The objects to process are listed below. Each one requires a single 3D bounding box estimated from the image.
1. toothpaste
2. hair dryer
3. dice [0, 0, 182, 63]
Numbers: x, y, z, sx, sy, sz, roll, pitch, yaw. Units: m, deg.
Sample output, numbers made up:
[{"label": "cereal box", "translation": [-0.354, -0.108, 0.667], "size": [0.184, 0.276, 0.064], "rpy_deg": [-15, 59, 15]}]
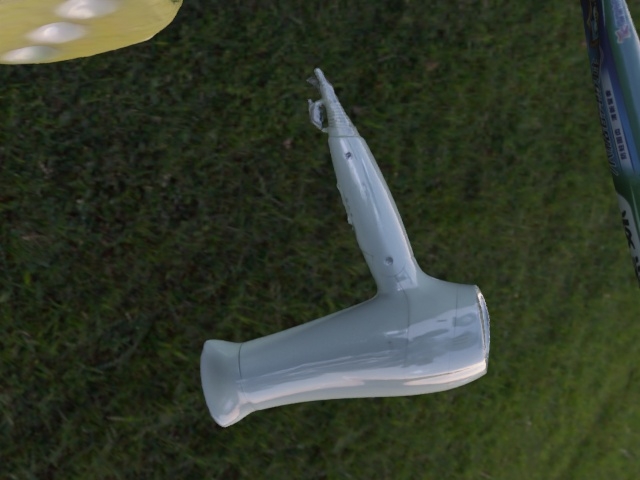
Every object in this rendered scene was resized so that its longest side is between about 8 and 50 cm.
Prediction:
[{"label": "toothpaste", "translation": [0.297, -0.079, 0.905], "size": [0.061, 0.099, 0.392], "rpy_deg": [-16, 92, 5]}, {"label": "hair dryer", "translation": [0.000, 0.000, 0.684], "size": [0.075, 0.206, 0.237], "rpy_deg": [-1, 80, -77]}, {"label": "dice", "translation": [-0.197, -0.221, 0.659], "size": [0.166, 0.169, 0.169], "rpy_deg": [16, 65, -80]}]
